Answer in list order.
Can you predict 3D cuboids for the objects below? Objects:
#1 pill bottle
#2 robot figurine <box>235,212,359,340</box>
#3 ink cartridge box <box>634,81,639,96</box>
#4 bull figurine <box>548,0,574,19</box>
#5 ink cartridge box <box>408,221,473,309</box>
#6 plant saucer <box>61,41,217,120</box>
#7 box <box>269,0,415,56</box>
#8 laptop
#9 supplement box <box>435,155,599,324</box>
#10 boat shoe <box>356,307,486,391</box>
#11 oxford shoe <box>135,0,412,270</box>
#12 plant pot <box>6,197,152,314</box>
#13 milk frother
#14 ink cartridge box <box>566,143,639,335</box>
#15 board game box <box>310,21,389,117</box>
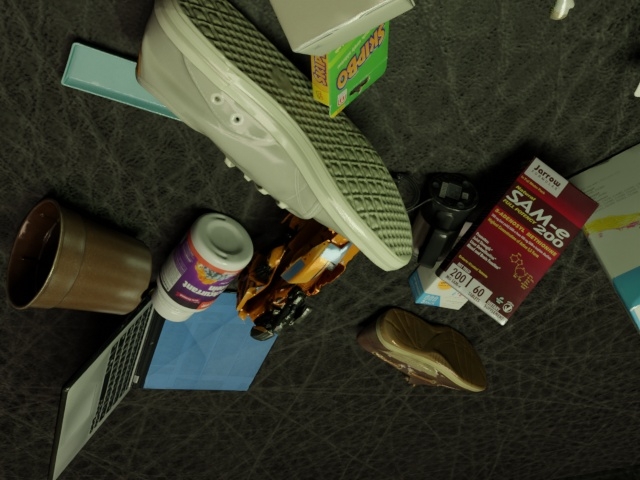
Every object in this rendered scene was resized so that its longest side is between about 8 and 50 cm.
[{"bbox_3d":[-0.203,0.051,1.089,0.108,0.108,0.193,18,133,-31],"label":"pill bottle"},{"bbox_3d":[-0.037,0.024,1.034,0.085,0.211,0.291,33,118,-24],"label":"robot figurine"},{"bbox_3d":[0.527,-0.267,0.903,0.198,0.067,0.115,-7,141,-7],"label":"ink cartridge box"},{"bbox_3d":[0.303,-0.363,0.711,0.311,0.101,0.188,-18,144,12],"label":"bull figurine"},{"bbox_3d":[0.258,0.049,1.229,0.104,0.061,0.181,10,136,-24],"label":"ink cartridge box"},{"bbox_3d":[-0.227,-0.200,0.850,0.192,0.018,0.067,14,135,-27],"label":"plant saucer"},{"bbox_3d":[-0.024,-0.311,0.575,0.113,0.094,0.275,-22,97,17],"label":"box"},{"bbox_3d":[-0.283,0.284,1.266,0.236,0.408,0.382,31,134,3],"label":"laptop"},{"bbox_3d":[0.308,0.000,1.049,0.130,0.073,0.239,37,94,2],"label":"supplement box"},{"bbox_3d":[0.222,0.254,1.436,0.342,0.123,0.123,27,137,-32],"label":"boat shoe"},{"bbox_3d":[-0.048,-0.118,0.831,0.130,0.169,0.449,-34,116,31],"label":"oxford shoe"},{"bbox_3d":[-0.362,0.039,1.009,0.167,0.167,0.165,-37,142,29],"label":"plant pot"},{"bbox_3d":[0.163,-0.040,1.088,0.143,0.129,0.134,33,140,15],"label":"milk frother"},{"bbox_3d":[0.557,0.004,1.078,0.197,0.270,0.198,-29,138,19],"label":"ink cartridge box"},{"bbox_3d":[0.036,-0.273,0.753,0.124,0.039,0.259,-45,149,-28],"label":"board game box"}]
